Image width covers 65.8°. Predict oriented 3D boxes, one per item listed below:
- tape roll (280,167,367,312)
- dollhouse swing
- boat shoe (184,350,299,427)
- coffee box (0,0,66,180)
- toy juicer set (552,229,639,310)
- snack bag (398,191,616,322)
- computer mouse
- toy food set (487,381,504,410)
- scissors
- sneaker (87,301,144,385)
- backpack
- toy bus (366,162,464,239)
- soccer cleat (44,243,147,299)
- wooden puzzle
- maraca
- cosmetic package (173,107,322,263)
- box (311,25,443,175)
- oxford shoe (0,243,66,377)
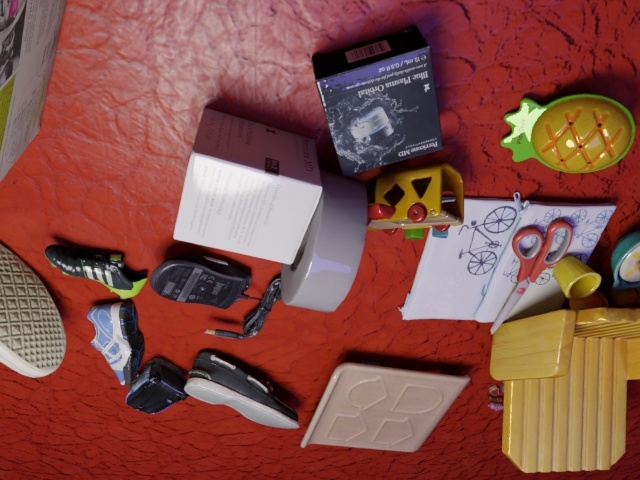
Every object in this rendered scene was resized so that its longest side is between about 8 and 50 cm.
[{"bbox_3d":[0.000,0.000,0.782,0.072,0.219,0.219,12,127,-15],"label":"tape roll"},{"bbox_3d":[0.561,0.312,0.986,0.346,0.305,0.315,5,162,-13],"label":"dollhouse swing"},{"bbox_3d":[-0.161,0.345,1.125,0.114,0.091,0.302,-23,131,38],"label":"boat shoe"},{"bbox_3d":[-0.481,-0.231,0.485,0.337,0.335,0.338,20,126,-21],"label":"coffee box"},{"bbox_3d":[0.621,0.054,0.939,0.328,0.090,0.209,-31,129,9],"label":"toy juicer set"},{"bbox_3d":[0.350,0.050,0.968,0.342,0.037,0.323,3,129,-7],"label":"snack bag"},{"bbox_3d":[-0.208,0.108,0.957,0.261,0.060,0.184,13,123,-29],"label":"computer mouse"},{"bbox_3d":[0.465,0.407,1.272,0.077,0.019,0.122,-24,126,14],"label":"toy food set"},{"bbox_3d":[0.406,0.083,0.963,0.108,0.021,0.297,-6,128,-3],"label":"scissors"},{"bbox_3d":[-0.416,0.210,1.014,0.081,0.080,0.211,4,119,0],"label":"sneaker"},{"bbox_3d":[-0.364,0.325,1.097,0.114,0.084,0.105,-37,122,17],"label":"backpack"},{"bbox_3d":[0.133,-0.069,0.811,0.202,0.105,0.191,4,171,-6],"label":"toy bus"},{"bbox_3d":[-0.400,0.044,0.894,0.178,0.060,0.072,34,109,-34],"label":"soccer cleat"},{"bbox_3d":[0.148,0.400,1.210,0.347,0.081,0.322,7,128,-16],"label":"wooden puzzle"},{"bbox_3d":[0.378,-0.165,0.765,0.185,0.099,0.127,9,123,20],"label":"maraca"},{"bbox_3d":[-0.110,-0.081,0.752,0.183,0.151,0.152,12,126,-15],"label":"cosmetic package"},{"bbox_3d":[0.084,-0.198,0.714,0.155,0.093,0.158,-15,129,7],"label":"box"},{"bbox_3d":[-0.612,0.067,0.823,0.130,0.169,0.449,-28,118,13],"label":"oxford shoe"}]
